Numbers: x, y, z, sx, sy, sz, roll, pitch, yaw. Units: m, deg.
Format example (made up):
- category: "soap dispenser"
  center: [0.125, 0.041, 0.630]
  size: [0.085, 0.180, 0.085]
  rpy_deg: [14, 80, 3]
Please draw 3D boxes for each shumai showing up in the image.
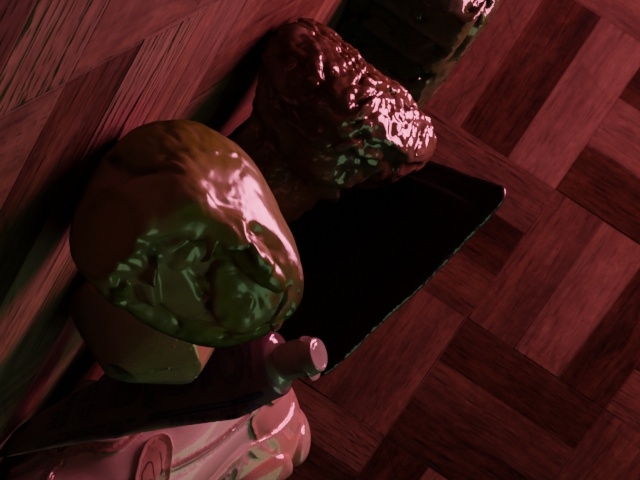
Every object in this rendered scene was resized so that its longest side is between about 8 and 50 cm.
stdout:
- category: "shumai"
  center: [-0.010, -0.081, 1.430]
  size: [0.175, 0.166, 0.206]
  rpy_deg: [-50, 159, 17]

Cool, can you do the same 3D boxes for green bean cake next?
- category: "green bean cake"
  center: [0.115, -0.251, 1.786]
  size: [0.241, 0.132, 0.255]
  rpy_deg: [-58, 178, -40]

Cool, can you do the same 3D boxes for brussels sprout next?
- category: "brussels sprout"
  center: [-0.094, -0.005, 1.103]
  size: [0.131, 0.145, 0.183]
  rpy_deg: [-33, 139, 17]

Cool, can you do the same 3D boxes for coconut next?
- category: "coconut"
  center: [-0.130, 0.057, 1.299]
  size: [0.122, 0.116, 0.116]
  rpy_deg: [-56, 177, -31]

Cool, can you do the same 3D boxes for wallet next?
- category: "wallet"
  center: [0.000, 0.000, 1.477]
  size: [0.247, 0.041, 0.323]
  rpy_deg: [-41, -149, -17]

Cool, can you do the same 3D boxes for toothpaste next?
- category: "toothpaste"
  center: [-0.130, 0.125, 1.360]
  size: [0.301, 0.048, 0.075]
  rpy_deg: [-16, -136, 26]

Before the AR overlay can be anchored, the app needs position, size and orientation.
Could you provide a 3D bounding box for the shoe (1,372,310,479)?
- category: "shoe"
  center: [-0.163, 0.160, 1.548]
  size: [0.351, 0.172, 0.198]
  rpy_deg: [-27, 123, -45]
